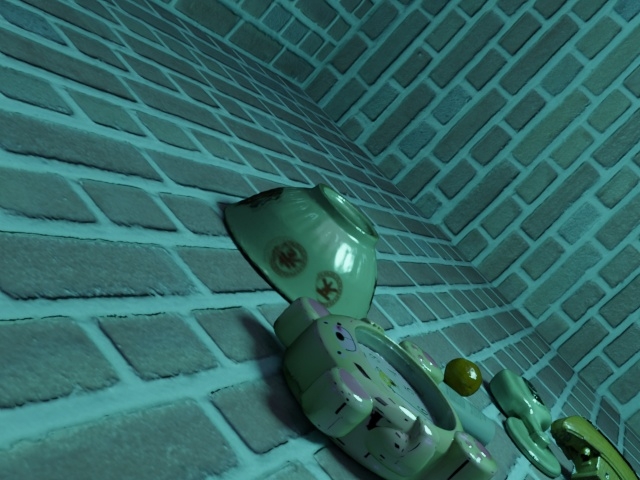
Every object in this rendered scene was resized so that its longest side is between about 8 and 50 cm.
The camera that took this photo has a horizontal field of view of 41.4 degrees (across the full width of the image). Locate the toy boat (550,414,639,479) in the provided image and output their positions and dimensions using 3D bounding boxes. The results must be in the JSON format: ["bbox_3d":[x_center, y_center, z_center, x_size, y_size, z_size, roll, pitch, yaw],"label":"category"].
[{"bbox_3d":[0.607,0.508,1.865,0.321,0.089,0.121,49,45,-18],"label":"toy boat"}]

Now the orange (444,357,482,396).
[{"bbox_3d":[0.289,0.279,1.730,0.085,0.085,0.085,41,13,-11],"label":"orange"}]

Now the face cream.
[{"bbox_3d":[0.225,0.294,1.512,0.198,0.057,0.084,38,13,-17],"label":"face cream"}]

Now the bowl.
[{"bbox_3d":[0.000,0.000,1.533,0.337,0.157,0.337,41,12,-11],"label":"bowl"}]

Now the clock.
[{"bbox_3d":[0.083,0.217,1.189,0.309,0.114,0.284,35,17,-31],"label":"clock"}]

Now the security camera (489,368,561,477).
[{"bbox_3d":[0.468,0.403,1.890,0.157,0.080,0.301,41,16,-18],"label":"security camera"}]
